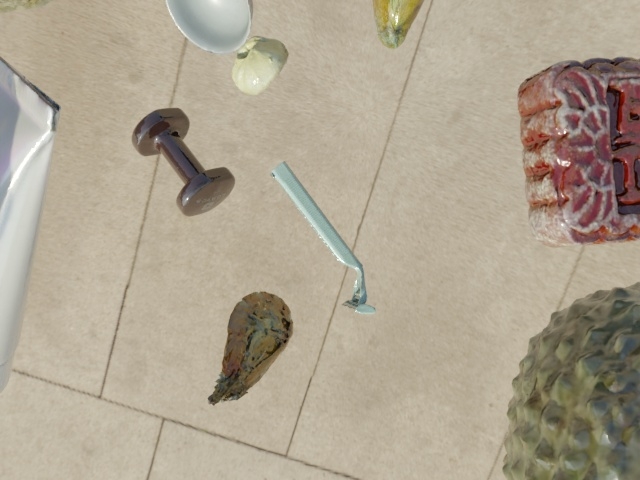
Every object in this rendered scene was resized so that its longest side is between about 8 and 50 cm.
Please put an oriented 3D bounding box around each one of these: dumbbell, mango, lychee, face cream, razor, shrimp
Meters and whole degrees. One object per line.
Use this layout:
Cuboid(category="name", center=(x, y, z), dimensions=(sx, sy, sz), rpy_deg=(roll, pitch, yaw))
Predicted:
Cuboid(category="dumbbell", center=(-0.298, -0.172, 1.318), dimensions=(0.225, 0.140, 0.124), rpy_deg=(52, 131, 15))
Cuboid(category="mango", center=(0.168, -0.539, 1.182), dimensions=(0.146, 0.192, 0.316), rpy_deg=(6, 115, -1))
Cuboid(category="lychee", center=(0.250, 0.162, 0.454), dimensions=(0.274, 0.255, 0.255), rpy_deg=(-33, 99, -26))
Cuboid(category="face cream", center=(-0.197, 0.006, 0.353), dimensions=(0.092, 0.058, 0.243), rpy_deg=(39, 124, 19))
Cuboid(category="razor", center=(0.009, -0.007, 0.987), dimensions=(0.056, 0.111, 0.277), rpy_deg=(-30, 93, -7))
Cuboid(category="shrimp", center=(-0.093, 0.139, 0.774), dimensions=(0.091, 0.184, 0.043), rpy_deg=(44, 136, -17))

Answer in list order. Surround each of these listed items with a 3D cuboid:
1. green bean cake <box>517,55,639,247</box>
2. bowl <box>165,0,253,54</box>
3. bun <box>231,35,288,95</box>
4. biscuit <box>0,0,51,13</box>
Cuboid(category="green bean cake", center=(0.218, -0.065, 0.445), dimensions=(0.136, 0.056, 0.135), rpy_deg=(-5, 90, -11))
Cuboid(category="bowl", center=(-0.189, -0.452, 1.128), dimensions=(0.189, 0.086, 0.189), rpy_deg=(20, 139, 18))
Cuboid(category="bun", center=(-0.086, -0.237, 0.808), dimensions=(0.055, 0.086, 0.086), rpy_deg=(37, 103, -29))
Cuboid(category="biscuit", center=(-0.307, -0.278, 0.638), dimensions=(0.290, 0.141, 0.038), rpy_deg=(-16, 104, -1))
